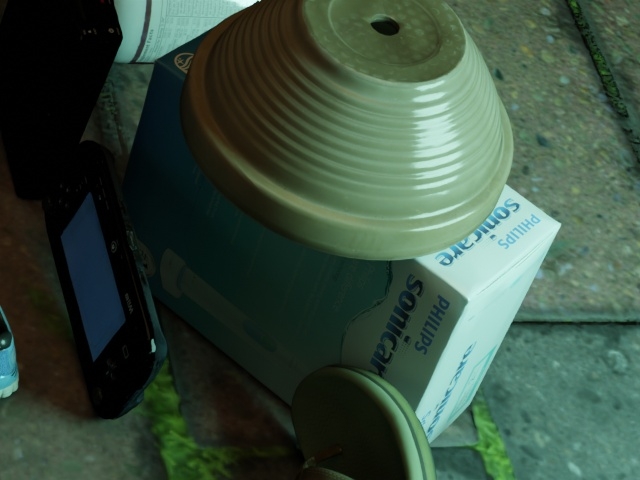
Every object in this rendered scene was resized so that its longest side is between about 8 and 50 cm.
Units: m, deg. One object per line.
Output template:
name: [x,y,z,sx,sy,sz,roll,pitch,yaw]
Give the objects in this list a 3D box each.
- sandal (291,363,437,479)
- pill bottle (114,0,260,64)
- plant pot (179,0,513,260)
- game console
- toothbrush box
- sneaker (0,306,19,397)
sandal: [0.025,0.207,1.328,0.086,0.120,0.302,9,45,-25]
pill bottle: [-0.133,-0.212,1.684,0.221,0.121,0.121,0,48,-21]
plant pot: [0.029,-0.108,1.341,0.237,0.109,0.237,10,46,-11]
game console: [-0.178,-0.049,1.456,0.044,0.213,0.361,-5,61,-25]
toothbrush box: [0.000,0.000,1.458,0.295,0.216,0.126,38,47,18]
sneaker: [-0.263,0.038,1.424,0.063,0.073,0.162,-20,57,-34]
